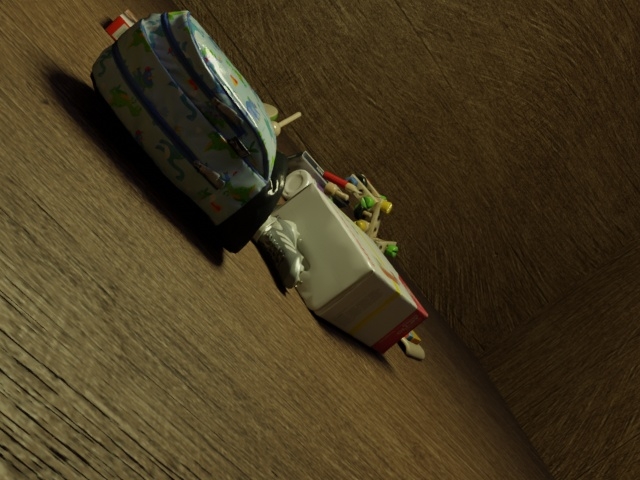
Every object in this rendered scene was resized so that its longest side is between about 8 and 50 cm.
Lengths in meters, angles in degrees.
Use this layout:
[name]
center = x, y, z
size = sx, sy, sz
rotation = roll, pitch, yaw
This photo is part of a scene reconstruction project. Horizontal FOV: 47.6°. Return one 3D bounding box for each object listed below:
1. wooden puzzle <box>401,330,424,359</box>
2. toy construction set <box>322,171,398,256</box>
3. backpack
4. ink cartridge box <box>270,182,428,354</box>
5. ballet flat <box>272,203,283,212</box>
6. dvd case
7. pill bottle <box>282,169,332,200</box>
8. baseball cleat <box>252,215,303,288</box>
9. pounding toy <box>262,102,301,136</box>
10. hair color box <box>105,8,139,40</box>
[wooden puzzle]
center = 0.240, 0.260, 2.267
size = 0.239, 0.044, 0.221
rotation = 55, 8, 23
[toy construction set]
center = 0.137, -0.070, 2.192
size = 0.237, 0.257, 0.309
rotation = 30, -12, 32
[backpack]
center = -0.208, -0.198, 1.201
size = 0.355, 0.273, 0.290
rotation = 36, 19, -16
[ink cartridge box]
center = 0.064, 0.075, 1.678
size = 0.279, 0.160, 0.384
rotation = 56, 9, 31
[ballet flat]
center = -0.050, -0.037, 1.782
size = 0.095, 0.096, 0.280
rotation = 56, 10, 31
[dvd case]
center = -0.041, -0.182, 2.330
size = 0.179, 0.030, 0.239
rotation = -9, -46, 45
[pill bottle]
center = -0.029, -0.125, 2.259
size = 0.193, 0.108, 0.108
rotation = 43, 11, -43
[baseball cleat]
center = -0.091, 0.020, 1.455
size = 0.109, 0.072, 0.206
rotation = 20, 26, -17
[pounding toy]
center = -0.203, -0.354, 2.265
size = 0.236, 0.110, 0.183
rotation = 18, 29, 22
[hair color box]
center = -0.455, -0.495, 1.736
size = 0.093, 0.053, 0.167
rotation = 47, 8, -23
